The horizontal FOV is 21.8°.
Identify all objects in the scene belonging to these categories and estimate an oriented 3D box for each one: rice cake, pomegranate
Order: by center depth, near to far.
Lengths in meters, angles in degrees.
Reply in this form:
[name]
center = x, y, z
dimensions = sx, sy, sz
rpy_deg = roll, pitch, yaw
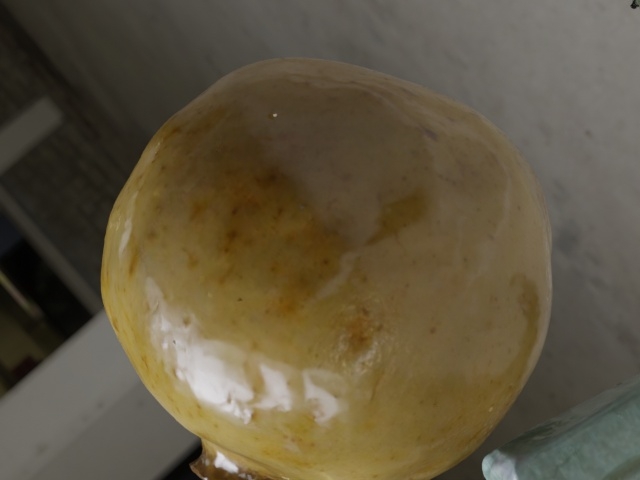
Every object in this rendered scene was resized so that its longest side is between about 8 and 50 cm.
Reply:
[rice cake]
center = 0.257, 0.083, 1.034
dimensions = 0.063, 0.336, 0.066
rpy_deg = 63, 169, -7
[pomegranate]
center = 0.011, 0.019, 1.065
dimensions = 0.307, 0.307, 0.307
rpy_deg = 45, 167, 13

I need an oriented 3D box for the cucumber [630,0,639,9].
[cucumber]
center = 0.165, -0.216, 0.743
dimensions = 0.105, 0.145, 0.325
rpy_deg = 60, -175, 26
